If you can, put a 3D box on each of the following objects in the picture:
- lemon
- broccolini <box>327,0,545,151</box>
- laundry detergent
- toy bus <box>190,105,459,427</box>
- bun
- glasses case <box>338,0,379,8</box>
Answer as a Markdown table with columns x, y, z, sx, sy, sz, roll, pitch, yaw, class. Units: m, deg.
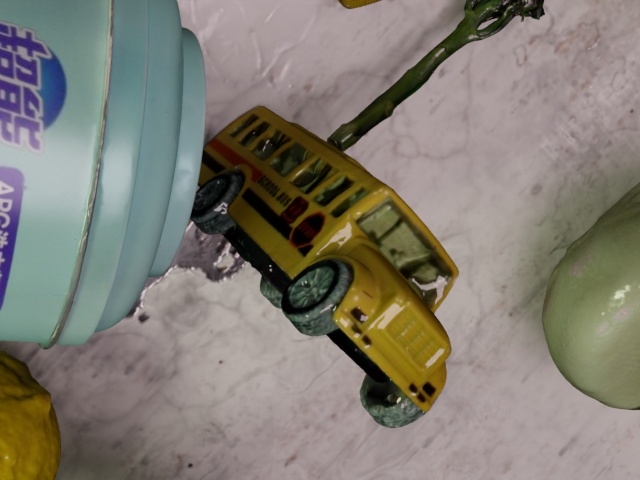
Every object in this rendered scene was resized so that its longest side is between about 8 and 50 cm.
| x | y | z | sx | sy | sz | roll | pitch | yaw | class |
| --- | --- | --- | --- | --- | --- | --- | --- | --- | --- |
| -0.304 | 0.177 | 0.801 | 0.193 | 0.180 | 0.180 | -35 | 125 | 30 | lemon |
| 0.107 | -0.159 | 0.848 | 0.071 | 0.057 | 0.254 | 44 | 72 | 2 | broccolini |
| -0.245 | -0.077 | 0.648 | 0.305 | 0.287 | 0.287 | 6 | 110 | -22 | laundry detergent |
| 0.000 | 0.000 | 0.748 | 0.123 | 0.335 | 0.121 | -43 | 120 | -4 | toy bus |
| 0.343 | 0.035 | 0.996 | 0.283 | 0.179 | 0.283 | -11 | 137 | -11 | bun |
| 0.110 | -0.264 | 0.826 | 0.234 | 0.064 | 0.079 | -24 | 122 | -9 | glasses case |
